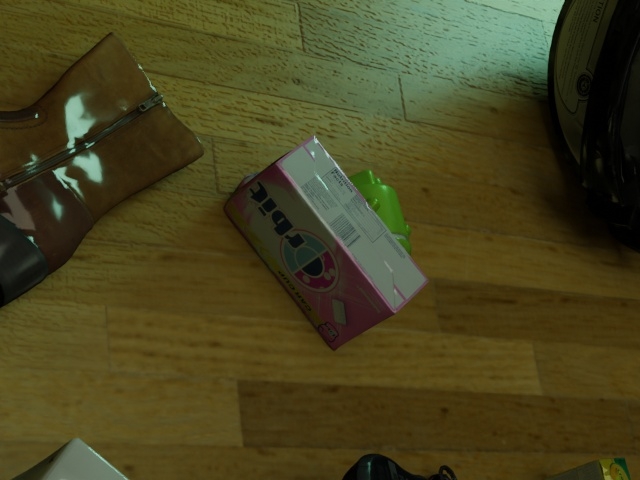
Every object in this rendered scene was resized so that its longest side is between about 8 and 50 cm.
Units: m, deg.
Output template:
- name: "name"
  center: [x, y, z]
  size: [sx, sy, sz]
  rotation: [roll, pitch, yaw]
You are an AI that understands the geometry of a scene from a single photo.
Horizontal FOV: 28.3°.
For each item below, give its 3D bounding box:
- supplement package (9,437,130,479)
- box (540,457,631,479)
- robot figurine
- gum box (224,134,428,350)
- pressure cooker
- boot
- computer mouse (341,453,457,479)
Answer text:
- name: "supplement package"
  center: [-0.143, 0.314, 0.909]
  size: [0.293, 0.175, 0.177]
  rotation: [42, 52, -10]
- name: "box"
  center: [0.276, 0.313, 1.247]
  size: [0.043, 0.105, 0.179]
  rotation: [3, 66, -33]
- name: "robot figurine"
  center: [0.052, -0.011, 1.276]
  size: [0.101, 0.067, 0.115]
  rotation: [39, 33, -61]
- name: "gum box"
  center: [0.000, 0.000, 1.211]
  size: [0.188, 0.107, 0.062]
  rotation: [52, 49, -2]
- name: "pressure cooker"
  center: [0.475, -0.197, 1.465]
  size: [0.420, 0.375, 0.370]
  rotation: [-4, 73, -37]
- name: "boot"
  center: [-0.257, -0.117, 1.101]
  size: [0.264, 0.096, 0.280]
  rotation: [48, 49, -5]
- name: "computer mouse"
  center: [0.079, 0.286, 1.108]
  size: [0.262, 0.060, 0.184]
  rotation: [28, 44, -63]
